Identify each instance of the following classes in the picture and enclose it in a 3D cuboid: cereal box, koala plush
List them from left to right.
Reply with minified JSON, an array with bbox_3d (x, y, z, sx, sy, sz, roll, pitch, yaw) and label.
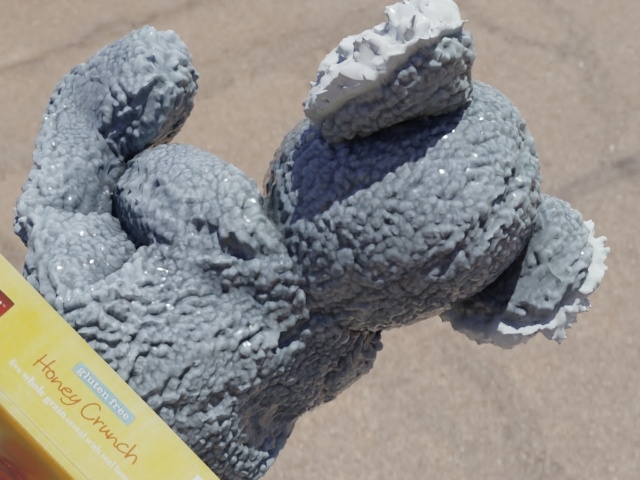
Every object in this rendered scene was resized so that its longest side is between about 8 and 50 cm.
[{"bbox_3d":[-0.141,0.114,0.469,0.173,0.240,0.047,45,42,-1],"label":"cereal box"},{"bbox_3d":[0.000,0.000,0.526,0.221,0.196,0.203,-22,33,20],"label":"koala plush"}]
